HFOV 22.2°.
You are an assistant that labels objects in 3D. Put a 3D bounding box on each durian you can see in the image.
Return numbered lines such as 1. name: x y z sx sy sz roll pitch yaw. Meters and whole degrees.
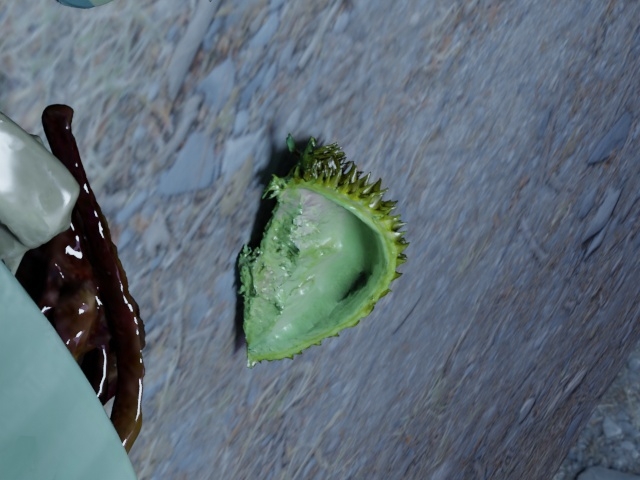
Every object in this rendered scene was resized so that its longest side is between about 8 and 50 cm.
1. durian: 0.000 0.000 1.040 0.100 0.086 0.215 -25 146 -34

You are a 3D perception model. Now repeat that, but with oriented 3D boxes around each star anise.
1. star anise: -0.148 0.072 0.732 0.190 0.126 0.220 -45 159 -23

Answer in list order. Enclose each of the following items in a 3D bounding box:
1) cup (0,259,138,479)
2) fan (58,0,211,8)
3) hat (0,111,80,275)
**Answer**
1. cup: -0.281 0.154 0.379 0.392 0.401 0.310 -48 117 -38
2. fan: -0.078 -0.147 0.749 0.113 0.005 0.175 -58 158 -4
3. hat: -0.173 -0.040 0.503 0.149 0.214 0.244 23 120 -38
